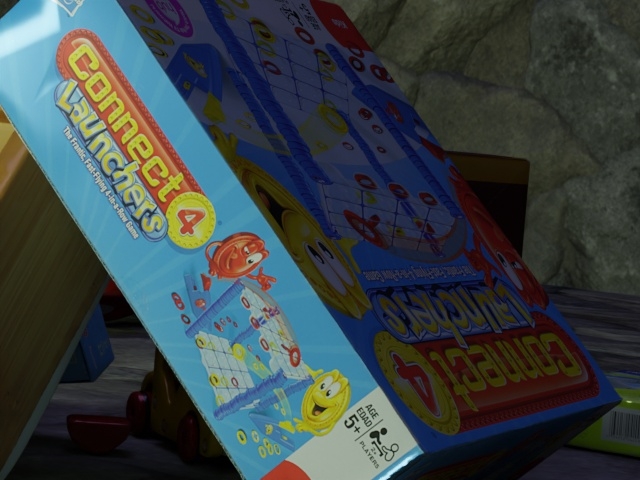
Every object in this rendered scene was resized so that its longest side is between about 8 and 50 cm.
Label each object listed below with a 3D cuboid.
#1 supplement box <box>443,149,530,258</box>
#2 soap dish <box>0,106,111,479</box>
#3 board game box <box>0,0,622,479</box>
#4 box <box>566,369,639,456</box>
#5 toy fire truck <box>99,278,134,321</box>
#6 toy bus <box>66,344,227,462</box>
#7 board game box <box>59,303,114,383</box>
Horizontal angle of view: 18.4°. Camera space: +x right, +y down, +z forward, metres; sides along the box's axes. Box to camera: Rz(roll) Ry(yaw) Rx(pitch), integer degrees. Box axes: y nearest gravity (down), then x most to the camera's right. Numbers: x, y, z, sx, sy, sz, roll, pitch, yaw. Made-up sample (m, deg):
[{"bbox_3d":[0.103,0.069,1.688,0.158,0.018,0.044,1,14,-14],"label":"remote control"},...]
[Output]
[{"bbox_3d":[0.047,0.023,1.537,0.191,0.194,0.129,2,3,-45],"label":"supplement box"},{"bbox_3d":[-0.265,0.010,1.048,0.291,0.118,0.229,7,45,17],"label":"soap dish"},{"bbox_3d":[0.000,0.000,1.061,0.086,0.302,0.308,-40,-15,20],"label":"board game box"},{"bbox_3d":[0.230,0.121,1.397,0.109,0.042,0.178,7,4,34],"label":"box"},{"bbox_3d":[-0.212,0.015,1.981,0.302,0.169,0.254,4,-21,-31],"label":"toy fire truck"},{"bbox_3d":[-0.052,0.075,1.208,0.202,0.104,0.191,6,3,21],"label":"toy bus"},{"bbox_3d":[-0.243,0.015,1.197,0.211,0.160,0.039,-6,20,21],"label":"board game box"}]
